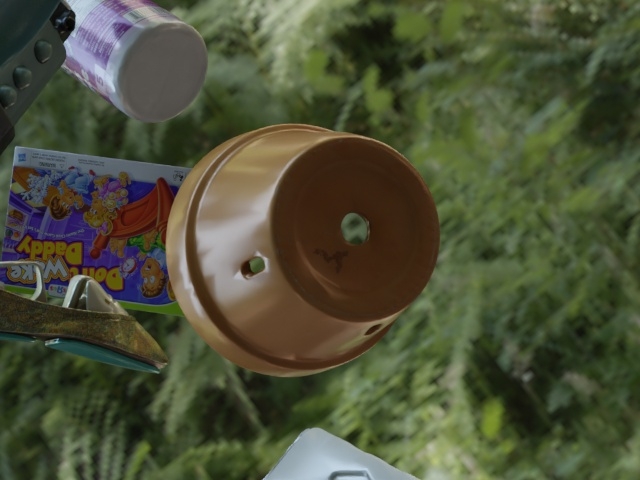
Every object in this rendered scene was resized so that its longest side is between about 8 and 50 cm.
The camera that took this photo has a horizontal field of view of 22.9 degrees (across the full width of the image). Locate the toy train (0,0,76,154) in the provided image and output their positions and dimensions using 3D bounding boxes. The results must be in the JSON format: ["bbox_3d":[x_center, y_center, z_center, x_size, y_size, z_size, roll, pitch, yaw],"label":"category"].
[{"bbox_3d":[-0.427,-0.187,1.927,0.190,0.142,0.334,1,43,32],"label":"toy train"}]

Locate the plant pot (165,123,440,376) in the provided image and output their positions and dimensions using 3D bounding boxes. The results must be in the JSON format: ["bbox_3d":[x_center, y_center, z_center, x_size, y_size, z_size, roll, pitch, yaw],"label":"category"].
[{"bbox_3d":[0.000,0.000,1.740,0.291,0.291,0.203,-34,7,-25],"label":"plant pot"}]

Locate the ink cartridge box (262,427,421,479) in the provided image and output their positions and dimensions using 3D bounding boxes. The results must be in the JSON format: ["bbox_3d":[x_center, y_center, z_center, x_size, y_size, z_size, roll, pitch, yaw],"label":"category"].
[{"bbox_3d":[0.091,0.324,1.367,0.129,0.307,0.223,-49,32,-15],"label":"ink cartridge box"}]

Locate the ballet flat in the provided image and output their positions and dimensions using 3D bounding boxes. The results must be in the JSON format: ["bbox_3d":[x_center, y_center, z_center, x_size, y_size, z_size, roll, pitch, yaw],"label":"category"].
[{"bbox_3d":[-0.346,0.089,2.013,0.349,0.123,0.123,13,-38,-26],"label":"ballet flat"}]

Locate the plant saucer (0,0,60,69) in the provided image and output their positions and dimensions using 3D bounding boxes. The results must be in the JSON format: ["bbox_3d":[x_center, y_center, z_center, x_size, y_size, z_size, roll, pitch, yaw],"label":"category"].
[{"bbox_3d":[-0.309,-0.279,1.365,0.317,0.044,0.317,-47,-28,-35],"label":"plant saucer"}]

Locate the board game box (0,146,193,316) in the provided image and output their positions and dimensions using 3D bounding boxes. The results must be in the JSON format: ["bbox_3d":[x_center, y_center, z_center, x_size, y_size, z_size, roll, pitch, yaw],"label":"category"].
[{"bbox_3d":[-0.324,-0.013,2.517,0.078,0.347,0.233,3,-86,-79],"label":"board game box"}]

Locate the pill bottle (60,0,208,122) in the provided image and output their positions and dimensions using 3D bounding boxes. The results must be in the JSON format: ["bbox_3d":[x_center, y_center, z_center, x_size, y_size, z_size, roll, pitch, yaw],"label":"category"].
[{"bbox_3d":[-0.324,-0.312,2.454,0.169,0.301,0.169,-24,-49,-31],"label":"pill bottle"}]
